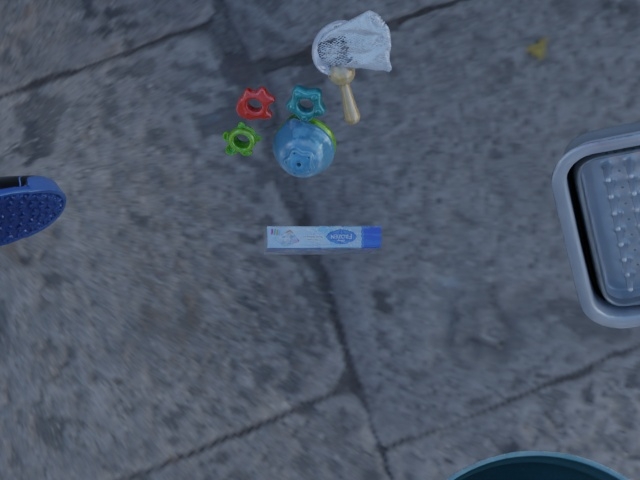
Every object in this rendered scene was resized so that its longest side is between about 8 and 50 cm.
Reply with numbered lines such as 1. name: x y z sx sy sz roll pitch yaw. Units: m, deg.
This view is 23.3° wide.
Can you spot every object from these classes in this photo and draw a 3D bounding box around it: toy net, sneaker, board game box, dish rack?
1. toy net: -0.007 -0.160 1.596 0.122 0.045 0.232 27 127 -8
2. sneaker: -0.374 -0.041 1.547 0.232 0.081 0.090 -13 54 -31
3. board game box: 0.000 0.000 1.243 0.090 0.090 0.020 0 87 -3
4. dish rack: 0.432 -0.040 1.696 0.333 0.072 0.285 -10 132 12

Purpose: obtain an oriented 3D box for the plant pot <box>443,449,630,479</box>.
1. plant pot: 0.190 0.347 1.459 0.293 0.196 0.293 0 81 -2
